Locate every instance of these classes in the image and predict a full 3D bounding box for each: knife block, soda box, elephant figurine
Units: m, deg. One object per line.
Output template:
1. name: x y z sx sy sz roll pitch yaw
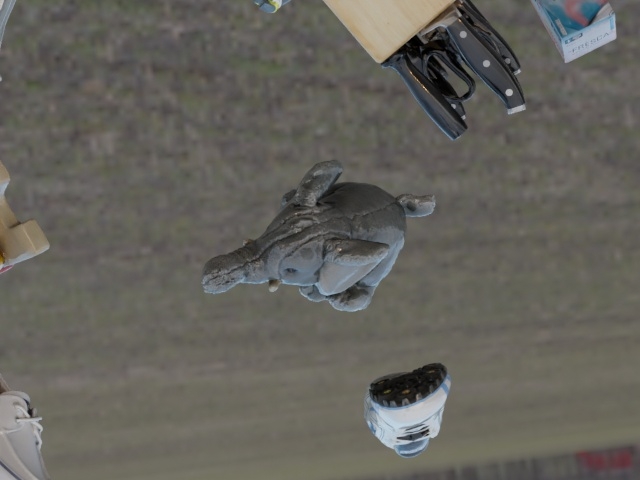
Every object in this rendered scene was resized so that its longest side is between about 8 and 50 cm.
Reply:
1. knife block: 0.054 -0.206 1.410 0.088 0.242 0.275 -40 143 12
2. soda box: 0.221 -0.268 1.694 0.058 0.183 0.063 -27 160 2
3. elephant figurine: 0.000 0.000 1.927 0.169 0.186 0.239 20 180 16

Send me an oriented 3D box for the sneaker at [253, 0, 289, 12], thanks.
1. sneaker: -0.044 -0.204 1.248 0.035 0.083 0.031 -27 -179 -33

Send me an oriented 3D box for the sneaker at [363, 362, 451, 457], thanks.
1. sneaker: 0.089 0.169 1.707 0.085 0.086 0.237 -17 175 -3

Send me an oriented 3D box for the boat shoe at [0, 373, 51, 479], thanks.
1. boat shoe: -0.362 0.207 1.978 0.084 0.258 0.095 -46 145 1

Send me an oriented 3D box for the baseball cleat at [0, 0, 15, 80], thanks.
1. baseball cleat: -0.327 -0.215 1.581 0.072 0.206 0.109 1 172 41

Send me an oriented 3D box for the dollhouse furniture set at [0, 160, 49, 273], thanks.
1. dollhouse furniture set: -0.399 0.012 1.145 0.374 0.201 0.152 -29 179 -38
